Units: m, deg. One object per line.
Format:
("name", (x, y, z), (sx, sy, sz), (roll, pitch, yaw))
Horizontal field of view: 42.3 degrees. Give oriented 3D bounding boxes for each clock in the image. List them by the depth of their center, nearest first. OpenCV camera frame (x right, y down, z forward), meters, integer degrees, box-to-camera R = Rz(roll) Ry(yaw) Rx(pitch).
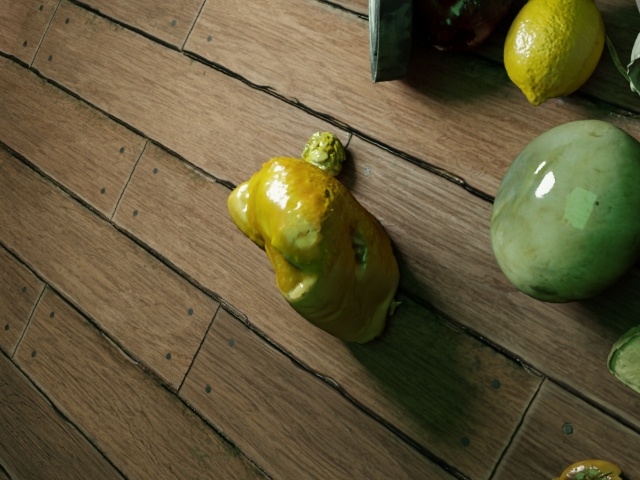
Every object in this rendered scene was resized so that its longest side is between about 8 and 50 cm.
("clock", (0.148, -0.535, 1.790), (0.076, 0.386, 0.386), (-1, 76, 1))

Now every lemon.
("lemon", (0.464, -0.390, 1.642), (0.188, 0.188, 0.257), (21, 88, 36))

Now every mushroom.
("mushroom", (0.459, -0.046, 1.499), (0.352, 0.260, 0.352), (-59, 14, 25))
("mushroom", (0.615, -0.302, 1.621), (0.026, 0.028, 0.286), (115, 143, -60))

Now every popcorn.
("popcorn", (0.002, -0.196, 1.955), (0.106, 0.116, 0.121), (-27, 64, 46))

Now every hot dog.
("hot dog", (0.487, 0.450, 1.512), (0.140, 0.060, 0.090), (-25, 62, 20))

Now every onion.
("onion", (0.291, -0.536, 1.773), (0.252, 0.219, 0.252), (-2, 85, 28))

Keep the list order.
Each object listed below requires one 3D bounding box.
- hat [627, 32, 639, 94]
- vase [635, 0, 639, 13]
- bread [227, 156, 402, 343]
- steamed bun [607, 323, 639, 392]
("hat", (0.690, -0.383, 1.478), (0.168, 0.258, 0.301), (31, 85, 48))
("vase", (0.643, -0.481, 1.609), (0.086, 0.086, 0.214), (-30, 59, 25))
("bread", (0.000, 0.000, 1.762), (0.250, 0.394, 0.361), (-39, 56, 3))
("steamed bun", (0.623, 0.197, 1.417), (0.110, 0.212, 0.231), (-36, 53, -28))
